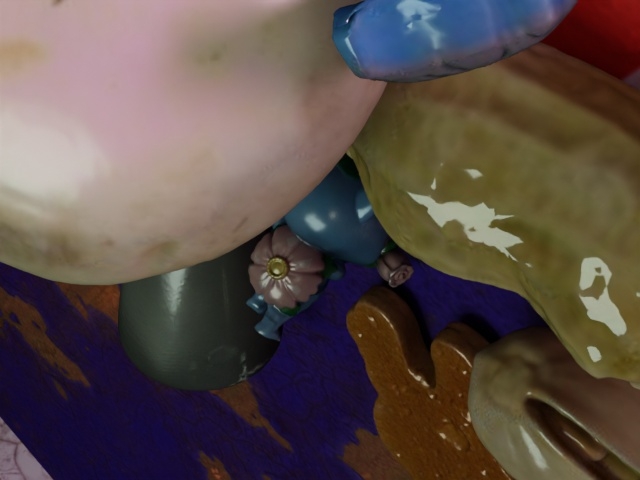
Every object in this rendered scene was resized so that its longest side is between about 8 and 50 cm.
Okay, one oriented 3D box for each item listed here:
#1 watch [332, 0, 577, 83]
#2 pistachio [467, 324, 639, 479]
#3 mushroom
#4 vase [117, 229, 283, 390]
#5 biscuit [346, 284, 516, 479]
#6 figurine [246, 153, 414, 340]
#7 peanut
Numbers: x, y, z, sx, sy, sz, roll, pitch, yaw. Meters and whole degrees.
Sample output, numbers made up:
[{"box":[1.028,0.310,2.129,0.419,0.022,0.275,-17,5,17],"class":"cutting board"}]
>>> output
[{"box":[0.056,-0.238,0.644,0.241,0.305,0.274,0,133,54],"class":"watch"},{"box":[0.216,0.159,1.100,0.223,0.126,0.152,40,-175,7],"class":"pistachio"},{"box":[-0.131,-0.167,0.850,0.325,0.353,0.353,37,157,-23],"class":"mushroom"},{"box":[-0.114,-0.012,1.330,0.173,0.173,0.321,35,142,25],"class":"vase"},{"box":[0.130,0.188,1.334,0.202,0.047,0.334,22,140,43],"class":"biscuit"},{"box":[0.005,0.003,1.204,0.144,0.178,0.114,21,-162,-44],"class":"figurine"},{"box":[0.144,-0.045,0.894,0.340,0.174,0.158,29,139,26],"class":"peanut"}]
